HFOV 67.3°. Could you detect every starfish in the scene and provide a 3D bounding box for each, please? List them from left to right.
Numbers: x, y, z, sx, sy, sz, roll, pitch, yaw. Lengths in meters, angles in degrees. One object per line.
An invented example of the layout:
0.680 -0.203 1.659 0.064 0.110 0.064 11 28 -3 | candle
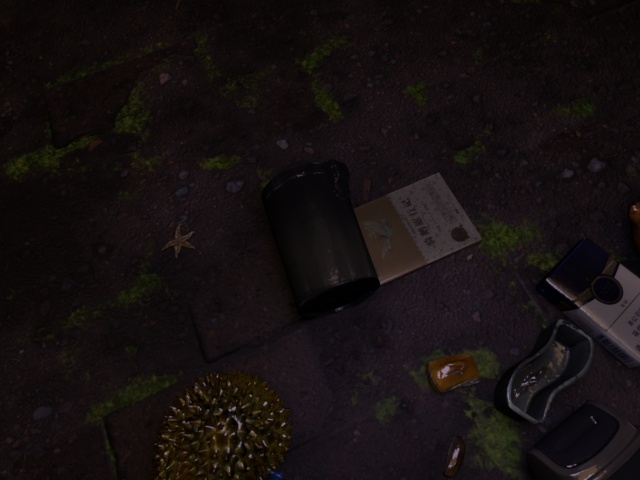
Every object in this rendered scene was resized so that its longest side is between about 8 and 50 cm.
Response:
-0.363 0.001 1.225 0.086 0.016 0.092 -6 71 -1 | starfish

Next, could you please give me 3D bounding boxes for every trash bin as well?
0.000 0.000 1.102 0.252 0.203 0.302 -34 63 32 | trash bin
0.542 0.468 0.887 0.209 0.182 0.290 -31 74 -15 | trash bin

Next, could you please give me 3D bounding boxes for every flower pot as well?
0.464 0.280 1.009 0.229 0.108 0.103 -42 71 -13 | flower pot

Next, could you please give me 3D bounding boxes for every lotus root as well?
0.278 0.443 0.985 0.030 0.037 0.083 21 69 8 | lotus root

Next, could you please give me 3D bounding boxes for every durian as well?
-0.200 0.392 0.932 0.258 0.258 0.293 37 84 17 | durian

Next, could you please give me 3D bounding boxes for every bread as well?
0.287 0.286 1.045 0.105 0.053 0.072 -12 70 -8 | bread

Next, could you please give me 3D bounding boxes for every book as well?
0.215 -0.028 1.205 0.310 0.021 0.217 -23 67 -7 | book

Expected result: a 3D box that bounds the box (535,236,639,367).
0.644 0.134 1.083 0.168 0.071 0.259 -42 72 -14 | box

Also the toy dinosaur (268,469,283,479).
-0.023 0.524 0.916 0.329 0.144 0.076 47 38 -21 | toy dinosaur

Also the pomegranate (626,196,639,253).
0.821 -0.046 1.055 0.264 0.264 0.264 -1 66 3 | pomegranate
